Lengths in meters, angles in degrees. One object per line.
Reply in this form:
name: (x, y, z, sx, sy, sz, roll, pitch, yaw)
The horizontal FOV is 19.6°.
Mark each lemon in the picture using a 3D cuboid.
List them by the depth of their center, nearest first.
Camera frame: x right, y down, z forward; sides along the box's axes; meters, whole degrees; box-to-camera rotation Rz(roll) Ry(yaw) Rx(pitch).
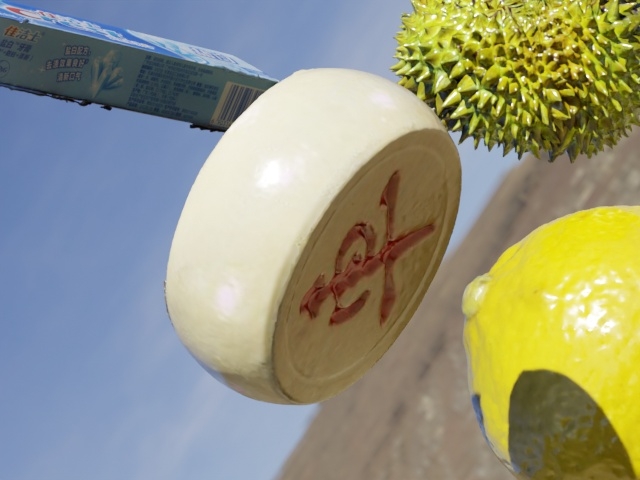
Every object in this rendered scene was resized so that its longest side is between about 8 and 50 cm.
lemon: (0.304, 0.122, 1.762, 0.336, 0.336, 0.336, -55, -7, -10)

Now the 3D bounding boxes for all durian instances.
durian: (0.214, -0.195, 1.820, 0.225, 0.291, 0.291, -67, -11, 24)

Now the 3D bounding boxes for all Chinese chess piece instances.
Chinese chess piece: (0.000, 0.000, 1.336, 0.251, 0.097, 0.251, -39, -34, -34)

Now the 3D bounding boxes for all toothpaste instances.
toothpaste: (-0.148, -0.126, 1.333, 0.272, 0.066, 0.053, 8, -69, -47)
